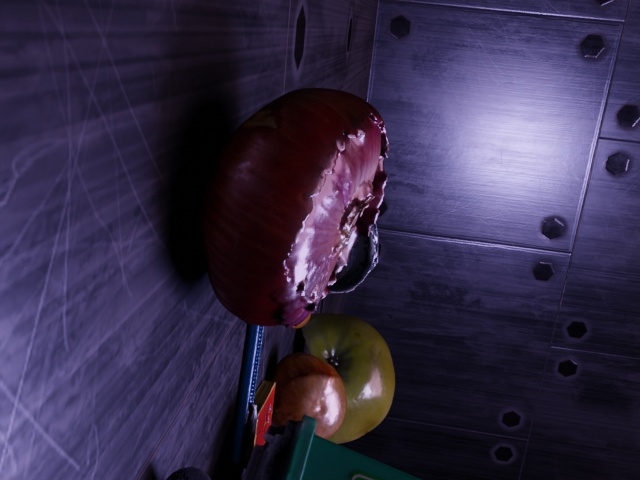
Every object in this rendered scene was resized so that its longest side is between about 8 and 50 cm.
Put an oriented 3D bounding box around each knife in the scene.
[{"bbox_3d":[-0.096,0.197,0.883,0.044,0.026,0.296,12,86,-72],"label":"knife"}]

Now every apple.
[{"bbox_3d":[0.056,0.317,1.494,0.257,0.234,0.294,91,8,-67],"label":"apple"}]

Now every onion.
[{"bbox_3d":[-0.028,-0.030,0.610,0.248,0.162,0.247,6,90,-74],"label":"onion"}]

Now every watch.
[{"bbox_3d":[0.035,0.007,1.280,0.193,0.068,0.206,-21,124,-38],"label":"watch"}]

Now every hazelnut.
[{"bbox_3d":[-0.026,0.271,1.144,0.150,0.150,0.150,8,90,-84],"label":"hazelnut"}]

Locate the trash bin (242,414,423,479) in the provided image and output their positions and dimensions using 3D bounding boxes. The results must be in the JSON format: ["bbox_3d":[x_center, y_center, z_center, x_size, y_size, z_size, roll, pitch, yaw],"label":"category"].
[{"bbox_3d":[0.058,0.439,0.848,0.259,0.381,0.295,-69,176,-48],"label":"trash bin"}]

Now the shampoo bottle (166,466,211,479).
[{"bbox_3d":[-0.115,0.287,0.616,0.072,0.072,0.214,-76,172,-47],"label":"shampoo bottle"}]

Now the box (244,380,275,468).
[{"bbox_3d":[-0.097,0.281,1.004,0.133,0.023,0.090,-44,144,-80],"label":"box"}]

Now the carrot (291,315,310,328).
[{"bbox_3d":[-0.052,0.091,1.019,0.066,0.062,0.271,-56,167,-13],"label":"carrot"}]
